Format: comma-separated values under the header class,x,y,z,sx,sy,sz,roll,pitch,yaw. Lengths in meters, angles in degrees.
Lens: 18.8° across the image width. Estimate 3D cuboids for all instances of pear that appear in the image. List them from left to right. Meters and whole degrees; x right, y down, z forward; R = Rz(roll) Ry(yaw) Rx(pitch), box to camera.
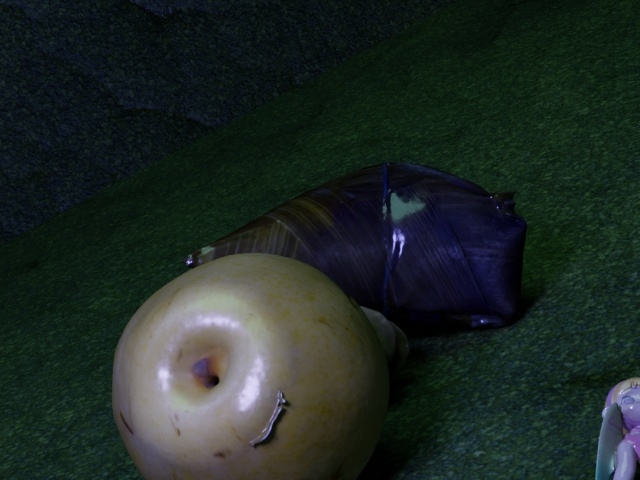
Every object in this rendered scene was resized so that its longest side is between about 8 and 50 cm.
class,x,y,z,sx,sy,sz,roll,pitch,yaw
pear,-0.079,0.158,2.070,0.309,0.309,0.309,-21,17,7

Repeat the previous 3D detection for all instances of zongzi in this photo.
class,x,y,z,sx,sy,sz,roll,pitch,yaw
zongzi,0.000,0.000,2.473,0.432,0.207,0.403,0,8,-16

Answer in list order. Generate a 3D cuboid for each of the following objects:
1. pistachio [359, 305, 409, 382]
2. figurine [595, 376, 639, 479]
class,x,y,z,sx,sy,sz,roll,pitch,yaw
pistachio,0.002,0.144,2.313,0.206,0.131,0.129,-20,-10,11
figurine,0.304,0.201,1.882,0.083,0.083,0.187,-18,30,17
